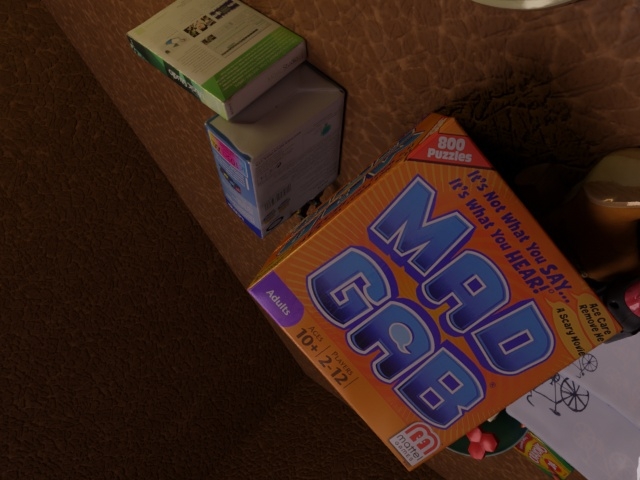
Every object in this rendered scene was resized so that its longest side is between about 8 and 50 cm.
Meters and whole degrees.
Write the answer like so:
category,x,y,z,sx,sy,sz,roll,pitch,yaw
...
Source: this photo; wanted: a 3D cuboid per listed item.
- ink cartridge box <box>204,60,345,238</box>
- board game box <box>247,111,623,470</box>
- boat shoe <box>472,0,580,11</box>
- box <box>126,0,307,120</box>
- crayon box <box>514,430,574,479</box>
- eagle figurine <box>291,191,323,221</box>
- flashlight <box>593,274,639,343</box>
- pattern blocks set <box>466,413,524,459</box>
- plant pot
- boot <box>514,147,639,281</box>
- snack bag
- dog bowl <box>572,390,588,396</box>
category,x,y,z,sx,sy,sz,roll,pitch,yaw
ink cartridge box,-0.094,-0.183,1.307,0.151,0.270,0.396,44,160,20
board game box,0.162,0.049,0.904,0.356,0.356,0.356,49,-166,-6
boat shoe,0.280,-0.303,0.574,0.285,0.104,0.089,12,137,42
box,-0.220,-0.411,1.185,0.322,0.232,0.058,38,159,24
crayon box,0.575,0.526,1.579,0.318,0.081,0.202,36,158,30
eagle figurine,0.004,-0.007,1.544,0.226,0.225,0.298,8,135,36
flashlight,0.480,0.064,0.747,0.103,0.103,0.304,8,150,-21
pattern blocks set,0.383,0.307,1.272,0.325,0.026,0.285,-54,57,29
plant pot,0.396,0.371,1.432,0.290,0.290,0.195,42,-164,13
boot,0.434,-0.020,0.810,0.211,0.104,0.295,49,166,-21
snack bag,0.451,0.245,0.991,0.323,0.037,0.343,-140,53,-60
dog bowl,0.618,0.357,1.061,0.408,0.150,0.408,41,159,19
